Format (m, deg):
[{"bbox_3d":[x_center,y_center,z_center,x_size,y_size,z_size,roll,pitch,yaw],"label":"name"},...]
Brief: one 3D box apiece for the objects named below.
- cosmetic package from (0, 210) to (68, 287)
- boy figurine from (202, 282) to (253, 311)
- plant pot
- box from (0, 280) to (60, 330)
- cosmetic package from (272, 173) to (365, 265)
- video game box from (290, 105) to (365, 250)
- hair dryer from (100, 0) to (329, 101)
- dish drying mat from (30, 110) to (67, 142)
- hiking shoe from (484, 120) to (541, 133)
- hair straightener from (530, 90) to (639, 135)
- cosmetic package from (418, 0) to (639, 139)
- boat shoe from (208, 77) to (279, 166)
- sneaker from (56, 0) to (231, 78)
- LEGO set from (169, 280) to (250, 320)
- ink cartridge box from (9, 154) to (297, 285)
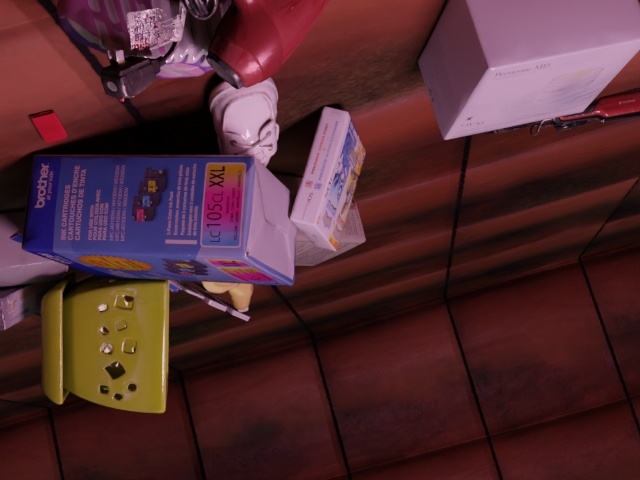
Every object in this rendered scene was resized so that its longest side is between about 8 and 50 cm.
[{"bbox_3d":[-0.536,0.020,1.529,0.238,0.107,0.127,-11,166,-29],"label":"cosmetic package"},{"bbox_3d":[-0.186,0.064,1.860,0.092,0.177,0.285,-23,-176,-3],"label":"boy figurine"},{"bbox_3d":[-0.365,0.161,1.621,0.207,0.227,0.228,0,-174,-7],"label":"plant pot"},{"bbox_3d":[-0.581,0.102,1.632,0.183,0.056,0.231,-2,-171,9],"label":"box"},{"bbox_3d":[-0.072,-0.035,1.739,0.153,0.129,0.296,-24,164,35],"label":"cosmetic package"},{"bbox_3d":[0.016,-0.093,1.515,0.048,0.187,0.205,17,172,14],"label":"video game box"},{"bbox_3d":[-0.077,-0.250,0.930,0.294,0.080,0.223,-23,142,-40],"label":"hair dryer"},{"bbox_3d":[-0.360,-0.151,1.252,0.032,0.008,0.083,-15,165,-6],"label":"dish drying mat"},{"bbox_3d":[0.288,-0.211,1.537,0.114,0.086,0.227,-26,163,24],"label":"hiking shoe"},{"bbox_3d":[0.505,-0.228,1.776,0.230,0.047,0.089,-15,165,-1],"label":"hair straightener"},{"bbox_3d":[0.277,-0.256,1.266,0.224,0.138,0.224,-13,164,-11],"label":"cosmetic package"},{"bbox_3d":[-0.100,-0.149,1.348,0.098,0.096,0.277,-13,165,-6],"label":"boat shoe"},{"bbox_3d":[-0.186,-0.220,1.025,0.105,0.095,0.236,-17,169,43],"label":"sneaker"},{"bbox_3d":[-0.283,0.105,1.945,0.182,0.060,0.244,29,179,-44],"label":"LEGO set"},{"bbox_3d":[-0.254,-0.027,1.404,0.396,0.151,0.270,3,170,13],"label":"ink cartridge box"}]
